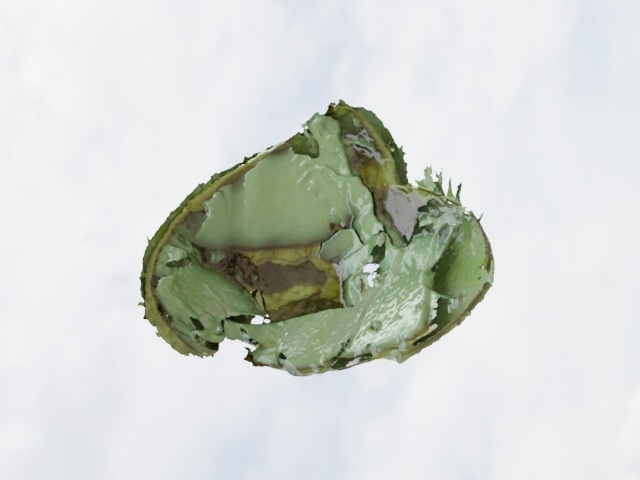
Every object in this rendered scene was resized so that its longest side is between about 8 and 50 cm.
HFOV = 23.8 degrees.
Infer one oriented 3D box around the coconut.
[{"bbox_3d":[0.001,0.004,0.701,0.055,0.158,0.133,88,-170,-60],"label":"coconut"}]
